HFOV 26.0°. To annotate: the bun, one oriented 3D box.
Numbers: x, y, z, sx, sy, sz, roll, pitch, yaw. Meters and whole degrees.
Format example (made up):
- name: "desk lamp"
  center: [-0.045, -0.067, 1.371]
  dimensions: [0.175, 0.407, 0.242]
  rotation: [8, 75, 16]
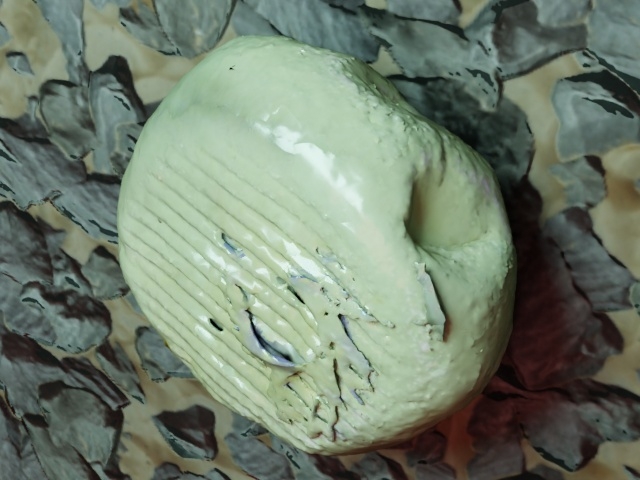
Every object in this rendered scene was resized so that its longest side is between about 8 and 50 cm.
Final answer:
- name: "bun"
  center: [0.001, 0.005, 0.846]
  dimensions: [0.273, 0.168, 0.273]
  rotation: [22, 129, 29]
